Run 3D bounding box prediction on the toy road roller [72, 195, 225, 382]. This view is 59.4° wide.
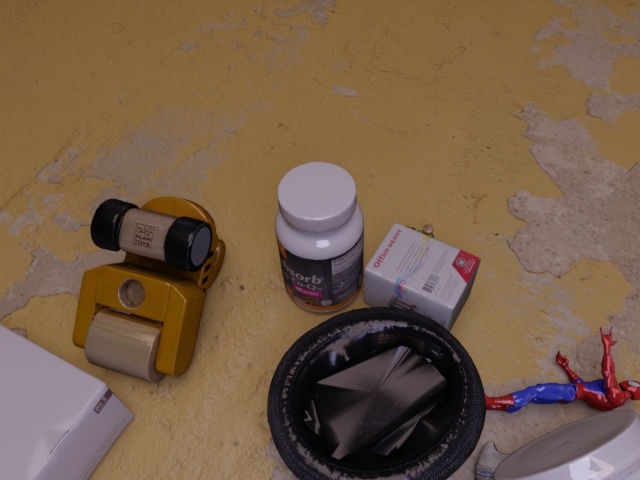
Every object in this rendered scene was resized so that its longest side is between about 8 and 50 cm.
[{"bbox_3d":[-0.298,0.081,1.070,0.203,0.240,0.329,13,92,13],"label":"toy road roller"}]

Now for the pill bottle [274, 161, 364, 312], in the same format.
[{"bbox_3d":[0.000,0.000,1.029,0.162,0.278,0.162,-2,52,3],"label":"pill bottle"}]

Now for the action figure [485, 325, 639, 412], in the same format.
[{"bbox_3d":[0.398,0.222,0.951,0.281,0.091,0.139,1,65,4],"label":"action figure"}]

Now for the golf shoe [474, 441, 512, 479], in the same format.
[{"bbox_3d":[0.332,0.365,0.870,0.176,0.069,0.086,15,49,13],"label":"golf shoe"}]

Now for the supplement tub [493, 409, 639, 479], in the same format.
[{"bbox_3d":[0.382,0.401,0.683,0.235,0.235,0.324,-23,75,-13],"label":"supplement tub"}]

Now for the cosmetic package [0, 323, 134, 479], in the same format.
[{"bbox_3d":[-0.541,0.273,0.937,0.385,0.156,0.217,24,58,19],"label":"cosmetic package"}]

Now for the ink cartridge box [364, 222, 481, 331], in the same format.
[{"bbox_3d":[0.185,0.076,1.054,0.176,0.127,0.128,25,59,20],"label":"ink cartridge box"}]

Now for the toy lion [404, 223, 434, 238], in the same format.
[{"bbox_3d":[0.195,0.011,1.166,0.096,0.034,0.100,-12,53,3],"label":"toy lion"}]

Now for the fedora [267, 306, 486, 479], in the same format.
[{"bbox_3d":[0.087,0.270,0.899,0.334,0.152,0.334,-2,53,2],"label":"fedora"}]
